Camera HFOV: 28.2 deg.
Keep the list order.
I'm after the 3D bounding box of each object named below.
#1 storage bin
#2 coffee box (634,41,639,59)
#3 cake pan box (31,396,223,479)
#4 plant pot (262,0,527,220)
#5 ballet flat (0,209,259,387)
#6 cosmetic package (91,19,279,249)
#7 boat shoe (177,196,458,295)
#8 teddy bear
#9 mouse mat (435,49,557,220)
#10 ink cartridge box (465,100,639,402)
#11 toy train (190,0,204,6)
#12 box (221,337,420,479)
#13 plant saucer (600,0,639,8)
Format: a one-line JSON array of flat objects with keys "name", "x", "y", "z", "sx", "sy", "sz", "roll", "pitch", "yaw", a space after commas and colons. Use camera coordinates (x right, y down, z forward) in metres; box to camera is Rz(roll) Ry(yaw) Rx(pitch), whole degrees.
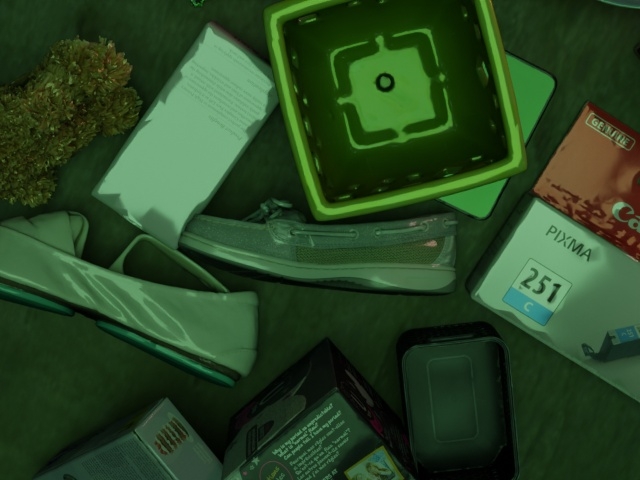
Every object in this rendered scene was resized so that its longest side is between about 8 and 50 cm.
[{"name": "storage bin", "x": 0.157, "y": 0.193, "z": 1.471, "sx": 0.122, "sy": 0.084, "sz": 0.180, "roll": -7, "pitch": 98, "yaw": 0}, {"name": "coffee box", "x": 0.453, "y": -0.170, "z": 1.315, "sx": 0.119, "sy": 0.297, "sz": 0.168, "roll": -40, "pitch": 97, "yaw": 4}, {"name": "cake pan box", "x": -0.170, "y": 0.321, "z": 1.422, "sx": 0.267, "sy": 0.070, "sz": 0.246, "roll": 51, "pitch": 138, "yaw": -6}, {"name": "plant pot", "x": 0.077, "y": -0.161, "z": 1.349, "sx": 0.227, "sy": 0.207, "sz": 0.228, "roll": -13, "pitch": 97, "yaw": 4}, {"name": "ballet flat", "x": -0.251, "y": 0.042, "z": 1.431, "sx": 0.400, "sy": 0.139, "sz": 0.139, "roll": 22, "pitch": 97, "yaw": -9}, {"name": "cosmetic package", "x": -0.141, "y": -0.117, "z": 1.419, "sx": 0.117, "sy": 0.085, "sz": 0.231, "roll": 36, "pitch": 98, "yaw": -7}, {"name": "boat shoe", "x": 0.002, "y": 0.000, "z": 1.417, "sx": 0.321, "sy": 0.118, "sz": 0.103, "roll": 7, "pitch": 85, "yaw": -14}, {"name": "teddy bear", "x": -0.343, "y": -0.100, "z": 1.349, "sx": 0.338, "sy": 0.245, "sz": 0.113, "roll": -21, "pitch": 74, "yaw": -24}, {"name": "mouse mat", "x": 0.166, "y": -0.134, "z": 1.461, "sx": 0.153, "sy": 0.007, "sz": 0.189, "roll": 26, "pitch": 98, "yaw": -5}, {"name": "ink cartridge box", "x": 0.359, "y": 0.027, "z": 1.460, "sx": 0.296, "sy": 0.066, "sz": 0.261, "roll": 31, "pitch": 98, "yaw": -6}, {"name": "toy train", "x": -0.111, "y": -0.288, "z": 1.423, "sx": 0.083, "sy": 0.023, "sz": 0.017, "roll": -36, "pitch": 98, "yaw": 4}, {"name": "box", "x": -0.006, "y": 0.227, "z": 1.389, "sx": 0.163, "sy": 0.247, "sz": 0.142, "roll": -40, "pitch": 96, "yaw": 4}, {"name": "plant saucer", "x": 0.349, "y": -0.403, "z": 1.354, "sx": 0.318, "sy": 0.044, "sz": 0.317, "roll": 0, "pitch": 93, "yaw": 4}]
